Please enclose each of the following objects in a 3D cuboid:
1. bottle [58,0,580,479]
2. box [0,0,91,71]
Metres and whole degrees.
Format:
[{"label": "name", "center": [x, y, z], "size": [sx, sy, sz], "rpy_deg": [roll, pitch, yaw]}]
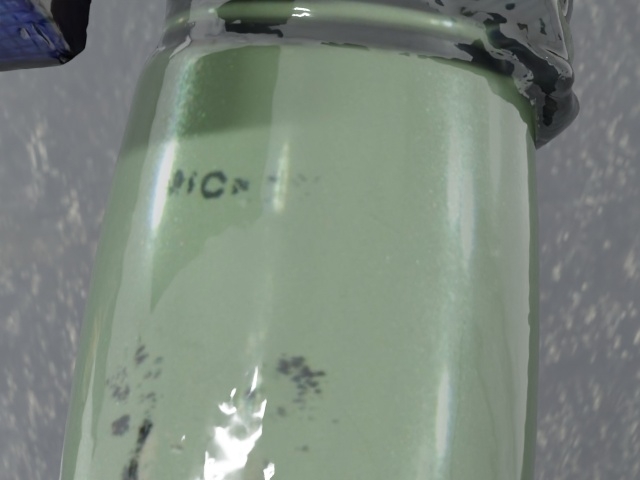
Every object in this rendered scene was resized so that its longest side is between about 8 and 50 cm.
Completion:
[{"label": "bottle", "center": [0.002, -0.001, 0.677], "size": [0.168, 0.168, 0.347], "rpy_deg": [7, 85, 1]}, {"label": "box", "center": [-0.186, -0.125, 0.583], "size": [0.259, 0.071, 0.168], "rpy_deg": [-2, 62, 19]}]
